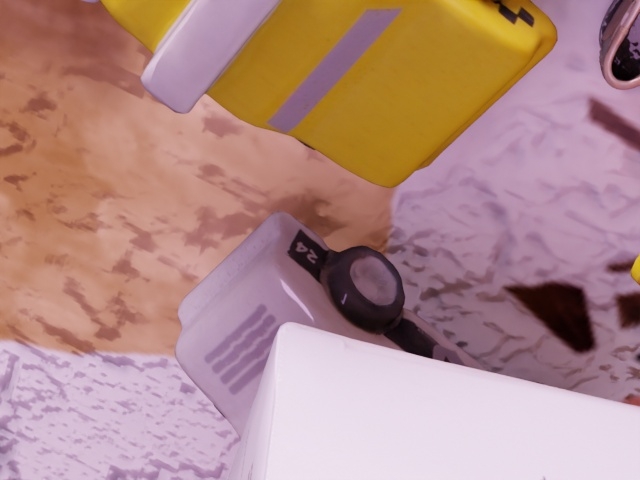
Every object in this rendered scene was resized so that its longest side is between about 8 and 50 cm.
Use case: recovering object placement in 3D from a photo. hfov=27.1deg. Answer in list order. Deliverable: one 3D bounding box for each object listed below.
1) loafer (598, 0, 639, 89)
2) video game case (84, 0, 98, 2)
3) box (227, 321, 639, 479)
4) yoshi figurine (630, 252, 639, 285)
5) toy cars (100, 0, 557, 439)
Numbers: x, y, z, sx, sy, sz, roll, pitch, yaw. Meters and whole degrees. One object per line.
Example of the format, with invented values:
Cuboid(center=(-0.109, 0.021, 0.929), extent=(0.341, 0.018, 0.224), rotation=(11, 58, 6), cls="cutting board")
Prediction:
Cuboid(center=(0.137, -0.099, 0.442), extent=(0.045, 0.039, 0.125), rotation=(35, 122, 2), cls="loafer")
Cuboid(center=(-0.168, -0.212, 0.517), extent=(0.212, 0.023, 0.193), rotation=(19, 120, 12), cls="video game case")
Cuboid(center=(0.041, 0.225, 0.503), extent=(0.215, 0.168, 0.345), rotation=(14, 130, -7), cls="box")
Cuboid(center=(0.297, 0.020, 0.392), extent=(0.362, 0.203, 0.203), rotation=(31, 83, 21), cls="yoshi figurine")
Cuboid(center=(0.000, 0.000, 0.479), extent=(0.176, 0.087, 0.393), rotation=(0, 126, 22), cls="toy cars")
